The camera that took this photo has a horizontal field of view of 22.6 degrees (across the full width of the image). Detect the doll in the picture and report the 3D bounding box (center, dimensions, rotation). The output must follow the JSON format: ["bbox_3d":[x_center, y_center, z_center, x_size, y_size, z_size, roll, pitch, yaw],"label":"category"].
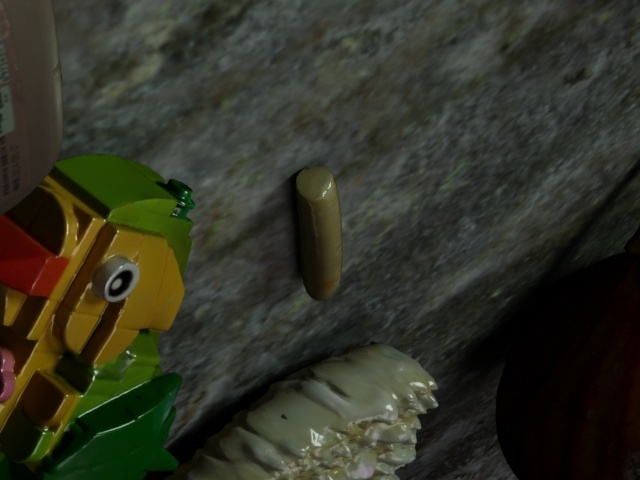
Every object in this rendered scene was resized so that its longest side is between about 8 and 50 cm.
[{"bbox_3d":[-0.108,0.049,0.687,0.134,0.106,0.186,-23,139,-41],"label":"doll"}]

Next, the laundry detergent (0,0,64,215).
[{"bbox_3d":[-0.193,-0.016,0.473,0.237,0.076,0.171,-28,157,-18],"label":"laundry detergent"}]

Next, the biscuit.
[{"bbox_3d":[-0.043,0.174,1.067,0.179,0.084,0.281,-13,146,-36],"label":"biscuit"}]

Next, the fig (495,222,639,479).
[{"bbox_3d":[0.237,0.057,1.170,0.217,0.217,0.321,-24,127,-28],"label":"fig"}]

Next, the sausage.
[{"bbox_3d":[0.000,0.000,0.855,0.024,0.024,0.132,-31,157,-12],"label":"sausage"}]
